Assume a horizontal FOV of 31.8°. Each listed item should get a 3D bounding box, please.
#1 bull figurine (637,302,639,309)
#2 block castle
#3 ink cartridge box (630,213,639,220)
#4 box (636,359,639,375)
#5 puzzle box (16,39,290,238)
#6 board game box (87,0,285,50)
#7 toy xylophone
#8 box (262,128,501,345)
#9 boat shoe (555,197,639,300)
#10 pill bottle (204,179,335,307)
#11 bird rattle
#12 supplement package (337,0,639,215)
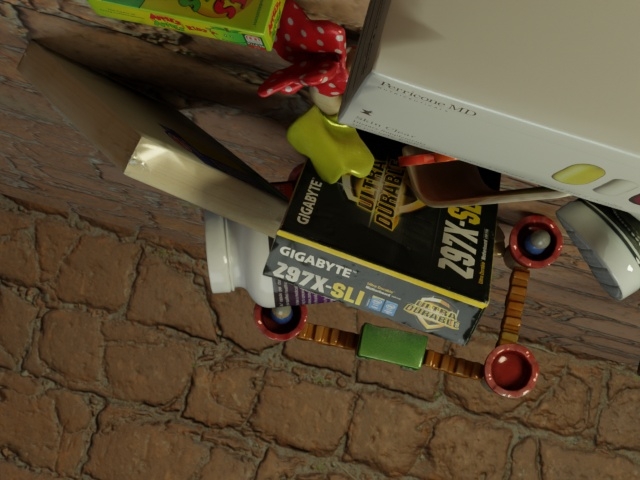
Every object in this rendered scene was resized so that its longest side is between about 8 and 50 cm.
[{"bbox_3d":[0.480,0.008,1.408,0.101,0.188,0.310,49,-179,7],"label":"bull figurine"},{"bbox_3d":[0.142,0.062,1.805,0.453,0.303,0.213,14,169,2],"label":"block castle"},{"bbox_3d":[0.396,-0.069,1.202,0.072,0.128,0.175,8,167,42],"label":"ink cartridge box"},{"bbox_3d":[0.719,0.166,1.843,0.143,0.191,0.381,21,168,-31],"label":"box"},{"bbox_3d":[-0.225,-0.139,1.517,0.272,0.052,0.409,24,-170,-39],"label":"puzzle box"},{"bbox_3d":[-0.124,-0.249,1.079,0.181,0.092,0.043,13,169,10],"label":"board game box"},{"bbox_3d":[0.258,-0.094,1.334,0.322,0.081,0.236,-4,-175,45],"label":"toy xylophone"},{"bbox_3d":[0.089,-0.029,1.406,0.257,0.079,0.322,21,-145,-1],"label":"box"},{"bbox_3d":[0.356,-0.022,1.335,0.121,0.119,0.335,57,-168,-4],"label":"boat shoe"},{"bbox_3d":[0.000,0.000,1.616,0.322,0.182,0.181,-5,170,-2],"label":"pill bottle"},{"bbox_3d":[0.047,-0.180,1.268,0.206,0.143,0.253,2,155,7],"label":"bird rattle"},{"bbox_3d":[0.171,-0.157,0.824,0.261,0.204,0.145,16,170,-5],"label":"supplement package"}]
